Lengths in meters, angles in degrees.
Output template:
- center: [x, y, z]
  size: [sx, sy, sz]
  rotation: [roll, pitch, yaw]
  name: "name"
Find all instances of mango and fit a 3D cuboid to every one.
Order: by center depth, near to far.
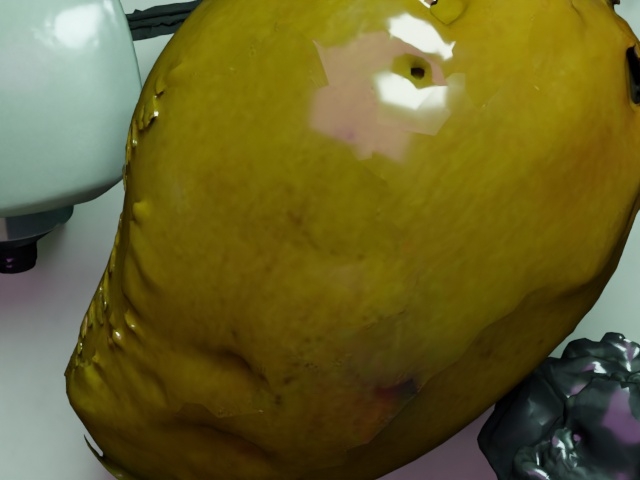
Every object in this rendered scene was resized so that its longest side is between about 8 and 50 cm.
- center: [0.000, 0.000, 0.576]
  size: [0.248, 0.156, 0.151]
  rotation: [-42, 36, 44]
  name: "mango"

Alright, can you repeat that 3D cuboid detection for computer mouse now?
- center: [-0.134, -0.049, 0.627]
  size: [0.181, 0.056, 0.089]
  rotation: [-5, 96, 47]
  name: "computer mouse"

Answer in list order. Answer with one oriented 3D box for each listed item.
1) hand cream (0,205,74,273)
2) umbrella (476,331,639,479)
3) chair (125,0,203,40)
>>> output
- center: [-0.122, -0.109, 0.678]
  size: [0.052, 0.075, 0.248]
  rotation: [-6, 102, -16]
  name: "hand cream"
- center: [0.107, 0.198, 0.581]
  size: [0.154, 0.128, 0.337]
  rotation: [7, 97, 19]
  name: "umbrella"
- center: [0.017, -0.152, 0.626]
  size: [0.213, 0.149, 0.174]
  rotation: [-9, 85, -20]
  name: "chair"
